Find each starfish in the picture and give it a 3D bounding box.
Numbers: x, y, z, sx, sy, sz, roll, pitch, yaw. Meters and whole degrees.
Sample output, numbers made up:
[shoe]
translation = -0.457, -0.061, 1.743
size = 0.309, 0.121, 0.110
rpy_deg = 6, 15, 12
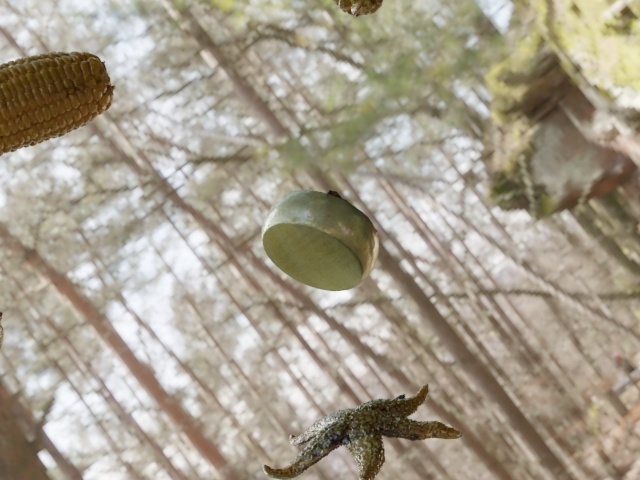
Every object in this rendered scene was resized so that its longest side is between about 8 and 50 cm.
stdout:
[starfish]
translation = 0.042, 0.210, 1.229
size = 0.208, 0.053, 0.176
rpy_deg = -18, 20, -1

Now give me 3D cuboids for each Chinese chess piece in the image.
[Chinese chess piece]
translation = 0.000, 0.000, 1.420
size = 0.058, 0.144, 0.144
rpy_deg = -63, 8, -32

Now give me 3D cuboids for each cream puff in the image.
[cream puff]
translation = 0.052, -0.317, 1.487
size = 0.083, 0.083, 0.058
rpy_deg = -28, -39, -13

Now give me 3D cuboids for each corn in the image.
[corn]
translation = -0.348, -0.122, 1.165
size = 0.313, 0.102, 0.102
rpy_deg = -15, -16, -23

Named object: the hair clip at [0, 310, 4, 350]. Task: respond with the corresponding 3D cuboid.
[hair clip]
translation = -0.483, 0.138, 1.744
size = 0.022, 0.054, 0.137
rpy_deg = 8, -16, -11
